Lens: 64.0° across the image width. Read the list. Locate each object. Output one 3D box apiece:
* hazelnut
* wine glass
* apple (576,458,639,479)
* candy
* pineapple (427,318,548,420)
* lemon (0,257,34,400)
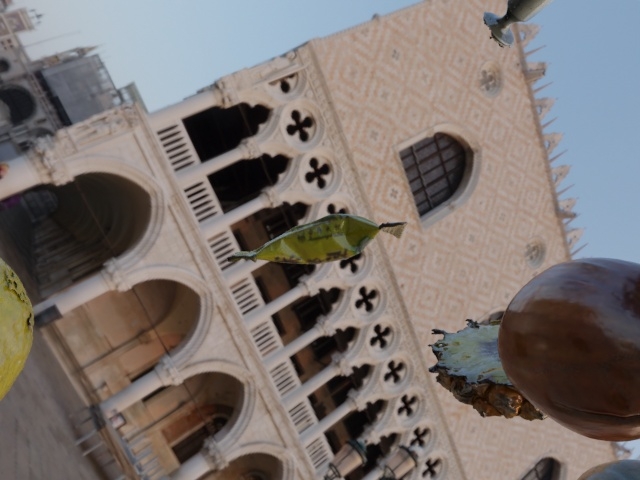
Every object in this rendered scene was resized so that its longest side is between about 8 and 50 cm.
[{"bbox_3d":[0.224,0.077,0.394,0.150,0.150,0.150,44,-29,32],"label":"hazelnut"},{"bbox_3d":[0.304,-0.349,0.717,0.072,0.072,0.155,57,-40,6],"label":"wine glass"},{"bbox_3d":[0.374,0.350,0.568,0.188,0.188,0.174,-7,-90,64],"label":"apple"},{"bbox_3d":[0.000,0.000,0.898,0.187,0.297,0.081,1,81,-83],"label":"candy"},{"bbox_3d":[0.227,0.143,0.614,0.221,0.221,0.047,11,-65,59],"label":"pineapple"},{"bbox_3d":[-0.636,0.152,0.757,0.350,0.387,0.350,6,-67,14],"label":"lemon"}]
